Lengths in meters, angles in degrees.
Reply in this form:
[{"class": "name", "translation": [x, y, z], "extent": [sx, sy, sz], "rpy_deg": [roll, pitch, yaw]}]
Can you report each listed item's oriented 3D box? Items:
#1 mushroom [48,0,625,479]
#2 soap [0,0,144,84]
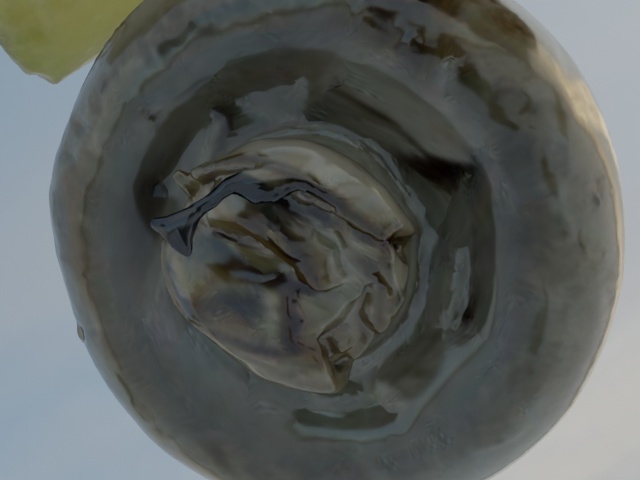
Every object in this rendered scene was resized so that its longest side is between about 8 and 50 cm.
[{"class": "mushroom", "translation": [0.000, 0.000, 1.061], "extent": [0.362, 0.362, 0.294], "rpy_deg": [-48, -4, 19]}, {"class": "soap", "translation": [-0.125, -0.333, 1.420], "extent": [0.427, 0.115, 0.306], "rpy_deg": [-33, -52, -2]}]
